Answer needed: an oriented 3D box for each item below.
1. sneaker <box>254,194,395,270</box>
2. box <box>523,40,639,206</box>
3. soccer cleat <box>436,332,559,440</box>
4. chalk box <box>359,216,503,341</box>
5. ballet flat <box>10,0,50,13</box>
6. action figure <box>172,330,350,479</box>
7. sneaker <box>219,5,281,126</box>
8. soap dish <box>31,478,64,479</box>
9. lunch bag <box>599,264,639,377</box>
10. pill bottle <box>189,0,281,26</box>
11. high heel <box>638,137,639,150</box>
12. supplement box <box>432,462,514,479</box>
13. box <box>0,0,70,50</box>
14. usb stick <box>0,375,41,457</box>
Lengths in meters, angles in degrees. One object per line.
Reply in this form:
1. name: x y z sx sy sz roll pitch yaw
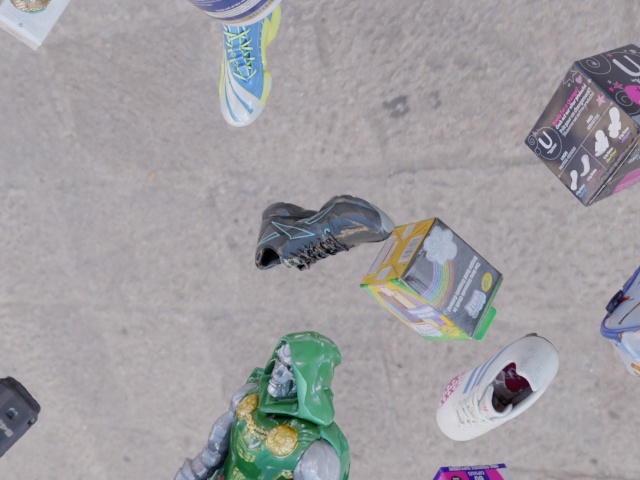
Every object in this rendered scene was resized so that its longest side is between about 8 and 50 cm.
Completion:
1. sneaker: 0.000 0.000 1.195 0.267 0.106 0.101 -4 143 45
2. box: 0.446 -0.182 1.111 0.142 0.247 0.163 52 146 24
3. soccer cleat: 0.301 0.291 1.423 0.116 0.143 0.331 42 131 7
4. chalk box: 0.200 0.081 1.283 0.213 0.132 0.132 40 157 -18
5. ballet flat: -0.364 -0.384 0.990 0.073 0.206 0.067 -4 151 -9
6. action figure: -0.043 0.148 0.363 0.137 0.063 0.232 29 101 44
7. sneaker: -0.134 -0.309 1.230 0.091 0.240 0.126 0 164 24
8. soap dish: -0.447 0.459 0.973 0.229 0.291 0.118 -37 99 26
9. lunch bag: 0.552 0.077 1.083 0.115 0.243 0.303 51 153 -11
10. pill bottle: -0.097 -0.236 0.581 0.094 0.169 0.094 -4 80 25
11. high heel: 0.444 -0.077 0.789 0.117 0.244 0.082 -26 117 -1
12. supplement box: 0.224 0.418 1.019 0.111 0.220 0.114 4 128 -23
13. box: -0.511 -0.448 1.419 0.091 0.171 0.130 34 175 -24
14. usb stick: -0.435 0.271 0.867 0.045 0.278 0.077 -15 117 49
